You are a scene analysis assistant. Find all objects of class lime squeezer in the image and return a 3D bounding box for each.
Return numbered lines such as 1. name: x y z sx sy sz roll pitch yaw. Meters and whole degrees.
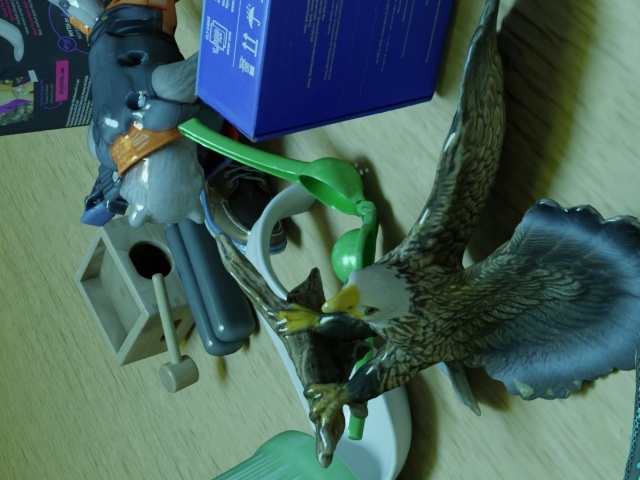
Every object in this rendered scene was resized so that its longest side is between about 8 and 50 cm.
1. lime squeezer: 0.000 0.000 0.980 0.310 0.110 0.059 61 162 22

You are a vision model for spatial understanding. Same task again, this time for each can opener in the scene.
1. can opener: -0.151 -0.008 1.311 0.280 0.093 0.074 65 149 19

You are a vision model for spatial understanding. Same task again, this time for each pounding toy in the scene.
1. pounding toy: -0.173 0.070 1.383 0.206 0.094 0.181 59 143 19

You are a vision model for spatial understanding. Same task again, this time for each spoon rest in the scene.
1. spoon rest: 0.001 0.082 1.037 0.137 0.084 0.276 -54 50 56

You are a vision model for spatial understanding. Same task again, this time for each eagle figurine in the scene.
1. eagle figurine: 0.084 0.015 0.785 0.226 0.225 0.298 43 117 -11

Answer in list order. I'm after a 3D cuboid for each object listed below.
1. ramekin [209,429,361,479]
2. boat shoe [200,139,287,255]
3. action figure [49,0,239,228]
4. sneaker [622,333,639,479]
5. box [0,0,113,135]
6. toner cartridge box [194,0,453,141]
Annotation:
1. ramekin: -0.031 0.331 1.057 0.303 0.148 0.303 46 147 42
2. boat shoe: -0.083 -0.052 1.176 0.183 0.066 0.066 50 139 45
3. action figure: -0.197 -0.145 1.159 0.341 0.179 0.330 -42 60 37
4. sneaker: 0.192 0.113 0.659 0.065 0.076 0.166 5 113 24
5. box: -0.382 -0.229 1.480 0.165 0.270 0.143 67 151 25
6. toner cartridge box: 0.021 -0.243 0.774 0.075 0.165 0.347 39 132 38
